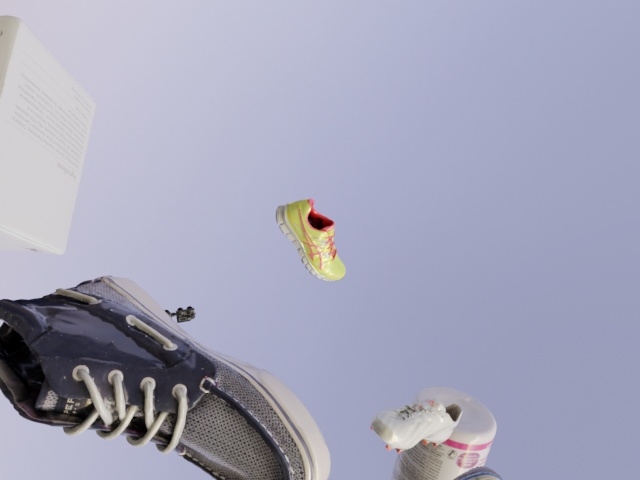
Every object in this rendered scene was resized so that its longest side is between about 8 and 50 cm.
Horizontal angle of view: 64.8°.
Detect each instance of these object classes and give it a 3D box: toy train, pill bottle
[{"bbox_3d":[-0.365,0.180,1.151,0.027,0.158,0.036,-125,-150,-64],"label":"toy train"},{"bbox_3d":[0.229,0.452,0.997,0.160,0.160,0.283,26,-69,40],"label":"pill bottle"}]

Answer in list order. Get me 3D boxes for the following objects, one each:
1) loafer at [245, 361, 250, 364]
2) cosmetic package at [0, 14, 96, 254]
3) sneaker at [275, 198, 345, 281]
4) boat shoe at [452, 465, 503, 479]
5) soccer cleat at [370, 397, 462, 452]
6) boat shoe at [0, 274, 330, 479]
[{"bbox_3d":[-0.230,0.325,1.180,0.251,0.087,0.095,142,-36,-62],"label":"loafer"},{"bbox_3d":[-0.722,-0.202,1.043,0.329,0.327,0.394,4,-103,2],"label":"cosmetic package"},{"bbox_3d":[0.000,0.000,1.038,0.094,0.208,0.081,-25,-152,27],"label":"sneaker"},{"bbox_3d":[0.125,0.291,0.531,0.066,0.066,0.183,38,-69,2],"label":"boat shoe"},{"bbox_3d":[0.145,0.267,0.754,0.076,0.196,0.068,-56,-132,12],"label":"soccer cleat"},{"bbox_3d":[-0.163,0.153,0.467,0.340,0.158,0.127,28,-74,23],"label":"boat shoe"}]
